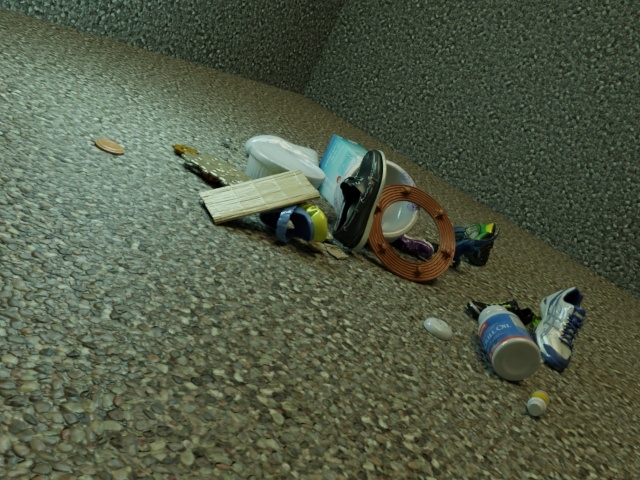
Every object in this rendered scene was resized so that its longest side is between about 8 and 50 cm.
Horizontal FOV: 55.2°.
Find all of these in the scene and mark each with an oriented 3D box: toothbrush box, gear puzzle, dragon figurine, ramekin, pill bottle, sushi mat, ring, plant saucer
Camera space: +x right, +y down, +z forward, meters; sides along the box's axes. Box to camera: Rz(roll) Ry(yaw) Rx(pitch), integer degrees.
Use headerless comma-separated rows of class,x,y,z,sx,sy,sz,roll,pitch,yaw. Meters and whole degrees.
toothbrush box,0.110,-0.233,2.285,0.126,0.216,0.295,13,24,-33
gear puzzle,-0.347,-0.223,1.927,0.339,0.044,0.175,32,21,22
dragon figurine,0.499,0.010,2.189,0.144,0.289,0.085,48,25,-38
ramekin,-0.128,-0.219,2.065,0.273,0.127,0.273,23,19,-9
pill bottle,0.515,0.387,1.450,0.043,0.043,0.083,34,20,21
sushi mat,-0.167,-0.127,1.699,0.317,0.019,0.151,-16,41,-22
ring,0.295,-0.032,1.956,0.337,0.032,0.336,10,64,-21
plant saucer,-0.598,-0.268,1.739,0.084,0.013,0.083,23,19,-8
pill bottle,0.490,0.262,1.625,0.124,0.124,0.221,24,18,-9

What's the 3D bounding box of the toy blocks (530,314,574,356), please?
toy blocks,0.740,0.308,1.947,0.123,0.054,0.148,23,19,-12

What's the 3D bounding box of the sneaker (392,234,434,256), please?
sneaker,0.311,0.023,2.143,0.170,0.068,0.071,21,33,9

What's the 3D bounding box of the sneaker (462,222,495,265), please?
sneaker,0.629,0.011,2.524,0.147,0.134,0.343,7,16,21

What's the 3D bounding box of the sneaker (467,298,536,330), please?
sneaker,0.561,0.212,1.890,0.235,0.097,0.084,20,20,-21

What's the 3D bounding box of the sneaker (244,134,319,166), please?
sneaker,-0.140,-0.301,2.297,0.293,0.108,0.169,10,34,-12

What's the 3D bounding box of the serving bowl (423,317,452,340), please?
serving bowl,0.317,0.230,1.625,0.083,0.027,0.083,25,19,-9

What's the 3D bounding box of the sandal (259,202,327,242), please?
sandal,-0.118,-0.086,1.749,0.138,0.126,0.317,-17,34,-31

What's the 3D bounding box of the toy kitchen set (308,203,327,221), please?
toy kitchen set,-0.025,-0.056,1.921,0.068,0.075,0.083,16,61,-21

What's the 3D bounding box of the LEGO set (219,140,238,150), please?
LEGO set,-0.345,-0.364,2.315,0.054,0.023,0.083,35,20,22

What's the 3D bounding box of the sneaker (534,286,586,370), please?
sneaker,0.732,0.252,1.846,0.112,0.131,0.296,36,42,-14

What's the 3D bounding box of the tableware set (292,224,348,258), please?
tableware set,0.000,0.000,1.809,0.141,0.020,0.168,10,29,-38

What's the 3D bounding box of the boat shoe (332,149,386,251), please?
boat shoe,0.109,-0.141,1.886,0.113,0.339,0.127,23,-13,-24

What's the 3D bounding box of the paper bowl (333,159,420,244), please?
paper bowl,0.180,-0.121,2.057,0.285,0.284,0.148,23,-23,-11

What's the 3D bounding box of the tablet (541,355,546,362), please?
tablet,0.627,0.339,1.787,0.083,0.006,0.054,6,28,-45
